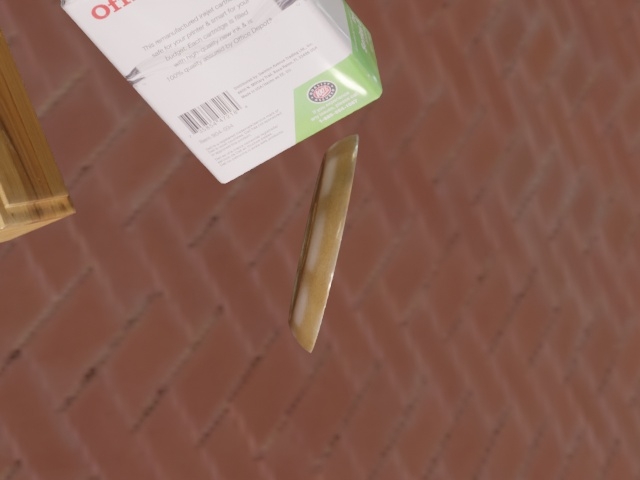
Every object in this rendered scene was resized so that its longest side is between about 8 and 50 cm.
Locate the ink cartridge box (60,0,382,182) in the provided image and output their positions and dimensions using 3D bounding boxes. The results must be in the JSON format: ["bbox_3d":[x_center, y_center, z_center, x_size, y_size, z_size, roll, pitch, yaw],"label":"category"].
[{"bbox_3d":[-0.096,-0.215,1.920,0.273,0.198,0.115,49,21,-36],"label":"ink cartridge box"}]

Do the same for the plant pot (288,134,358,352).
[{"bbox_3d":[0.000,0.000,2.073,0.236,0.032,0.236,-167,-90,-88],"label":"plant pot"}]

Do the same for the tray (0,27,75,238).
[{"bbox_3d":[-0.329,-0.195,1.593,0.203,0.076,0.411,-26,94,-80],"label":"tray"}]
